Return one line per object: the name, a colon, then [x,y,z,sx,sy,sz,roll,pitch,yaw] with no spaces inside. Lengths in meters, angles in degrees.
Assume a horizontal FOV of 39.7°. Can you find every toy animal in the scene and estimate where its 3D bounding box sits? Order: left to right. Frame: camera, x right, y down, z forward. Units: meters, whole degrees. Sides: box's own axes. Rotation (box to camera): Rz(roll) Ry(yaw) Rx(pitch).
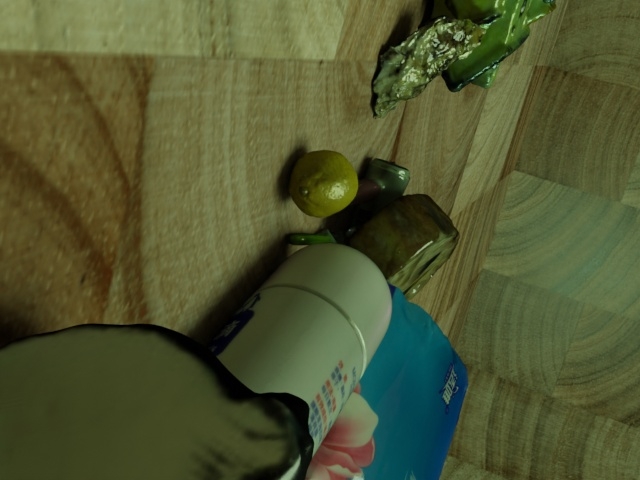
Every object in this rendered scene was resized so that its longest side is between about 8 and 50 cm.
toy animal: [-0.103,0.179,0.488,0.266,0.213,0.212,86,27,-46]

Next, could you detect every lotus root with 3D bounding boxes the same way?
lotus root: [0.094,0.029,1.088,0.170,0.074,0.260,-39,162,-14]

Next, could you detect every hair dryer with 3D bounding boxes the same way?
hair dryer: [0.045,-0.047,1.042,0.154,0.054,0.106,3,113,-63]

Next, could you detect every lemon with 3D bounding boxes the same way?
lemon: [0.003,-0.055,0.840,0.092,0.065,0.065,-28,135,-68]

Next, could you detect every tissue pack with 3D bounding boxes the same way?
tissue pack: [0.051,0.207,0.956,0.209,0.137,0.269,54,44,-30]

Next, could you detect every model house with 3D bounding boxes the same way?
model house: [0.230,-0.284,1.139,0.194,0.170,0.211,-47,153,-59]

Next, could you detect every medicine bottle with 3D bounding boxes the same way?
medicine bottle: [-0.038,0.120,0.779,0.341,0.130,0.130,-50,154,-50]

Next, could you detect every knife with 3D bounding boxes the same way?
knife: [0.000,0.000,0.967,0.184,0.022,0.026,0,82,-74]

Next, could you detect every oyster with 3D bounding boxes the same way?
oyster: [0.120,-0.210,1.026,0.165,0.053,0.108,-46,145,-11]

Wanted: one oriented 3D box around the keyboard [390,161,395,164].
keyboard: [0.072,-0.032,1.189,0.053,0.010,0.155,69,43,-64]
